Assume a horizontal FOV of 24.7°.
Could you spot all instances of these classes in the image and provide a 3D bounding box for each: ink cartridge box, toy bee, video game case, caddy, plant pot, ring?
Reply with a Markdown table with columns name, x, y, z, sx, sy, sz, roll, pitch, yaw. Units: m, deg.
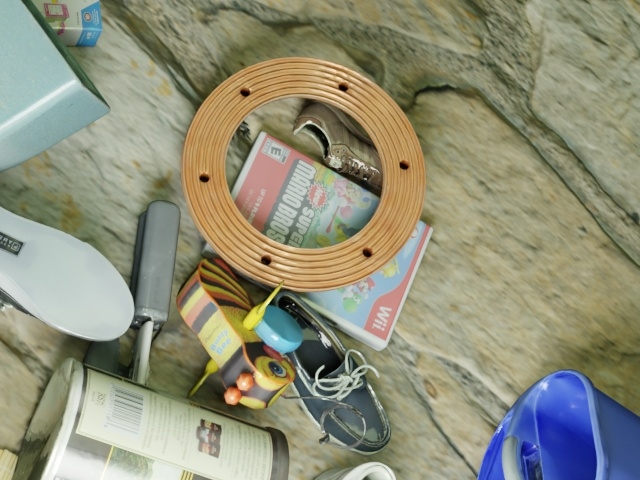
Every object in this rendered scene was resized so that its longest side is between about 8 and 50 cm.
| name | x | y | z | sx | sy | sz | roll | pitch | yaw |
| --- | --- | --- | --- | --- | --- | --- | --- | --- | --- |
| ink cartridge box | -0.361 | -0.312 | 1.962 | 0.122 | 0.052 | 0.089 | -2 | 73 | -22 |
| toy bee | -0.083 | 0.138 | 1.823 | 0.298 | 0.195 | 0.162 | 26 | 16 | 24 |
| video game case | 0.000 | 0.000 | 2.015 | 0.285 | 0.025 | 0.204 | 29 | 63 | -11 |
| caddy | 0.305 | 0.322 | 1.877 | 0.179 | 0.241 | 0.341 | 31 | 30 | -17 |
| plant pot | -0.443 | -0.199 | 1.781 | 0.252 | 0.248 | 0.247 | -36 | 88 | -2 |
| ring | -0.022 | -0.090 | 1.982 | 0.336 | 0.032 | 0.337 | 3 | 73 | -11 |

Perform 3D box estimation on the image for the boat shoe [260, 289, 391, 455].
| name | x | y | z | sx | sy | sz | roll | pitch | yaw |
| --- | --- | --- | --- | --- | --- | --- | --- | --- | --- |
| boat shoe | 0.011 | 0.172 | 1.927 | 0.095 | 0.079 | 0.254 | -33 | 86 | -29 |

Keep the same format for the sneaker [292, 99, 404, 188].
| name | x | y | z | sx | sy | sz | roll | pitch | yaw |
| --- | --- | --- | --- | --- | --- | --- | --- | --- | --- |
| sneaker | 0.041 | -0.117 | 2.053 | 0.188 | 0.066 | 0.071 | 41 | 61 | 7 |

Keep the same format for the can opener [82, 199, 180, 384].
| name | x | y | z | sx | sy | sz | roll | pitch | yaw |
| --- | --- | --- | --- | --- | --- | --- | --- | --- | --- |
| can opener | -0.242 | 0.081 | 1.858 | 0.095 | 0.076 | 0.283 | 12 | 66 | -19 |

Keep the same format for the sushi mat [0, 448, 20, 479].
| name | x | y | z | sx | sy | sz | roll | pitch | yaw |
| --- | --- | --- | --- | --- | --- | --- | --- | --- | --- |
| sushi mat | -0.470 | 0.369 | 1.694 | 0.151 | 0.019 | 0.317 | 24 | 64 | -12 |

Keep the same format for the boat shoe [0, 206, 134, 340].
| name | x | y | z | sx | sy | sz | roll | pitch | yaw |
| --- | --- | --- | --- | --- | --- | --- | --- | --- | --- |
| boat shoe | -0.374 | 0.037 | 1.805 | 0.306 | 0.105 | 0.113 | 25 | 68 | -5 |

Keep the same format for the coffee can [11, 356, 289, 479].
| name | x | y | z | sx | sy | sz | roll | pitch | yaw |
| --- | --- | --- | --- | --- | --- | --- | --- | --- | --- |
| coffee can | -0.203 | 0.276 | 1.725 | 0.275 | 0.201 | 0.202 | 22 | 65 | -17 |

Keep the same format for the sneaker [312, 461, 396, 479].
| name | x | y | z | sx | sy | sz | roll | pitch | yaw |
| --- | --- | --- | --- | --- | --- | --- | --- | --- | --- |
| sneaker | -0.020 | 0.384 | 1.790 | 0.108 | 0.169 | 0.292 | 42 | 63 | -6 |
